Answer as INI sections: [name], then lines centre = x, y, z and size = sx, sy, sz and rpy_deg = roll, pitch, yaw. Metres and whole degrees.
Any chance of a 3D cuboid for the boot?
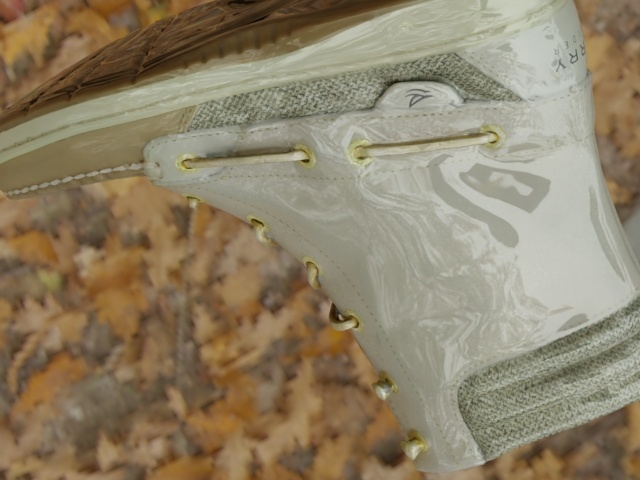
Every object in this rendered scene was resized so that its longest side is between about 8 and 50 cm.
[boot]
centre = 0.000, 0.000, 0.595
size = 0.213, 0.077, 0.165
rpy_deg = -13, 113, 24
